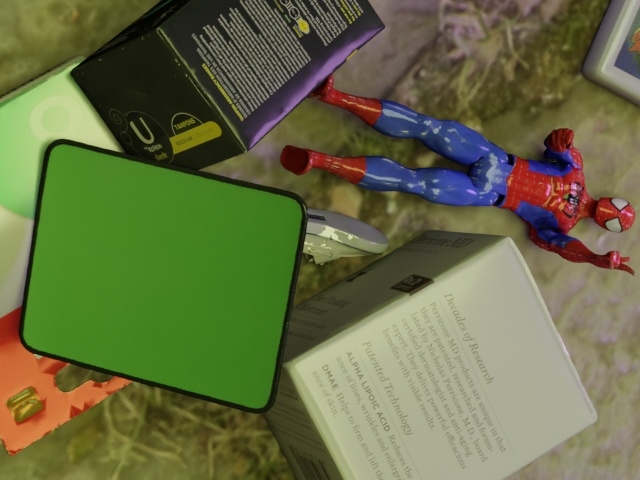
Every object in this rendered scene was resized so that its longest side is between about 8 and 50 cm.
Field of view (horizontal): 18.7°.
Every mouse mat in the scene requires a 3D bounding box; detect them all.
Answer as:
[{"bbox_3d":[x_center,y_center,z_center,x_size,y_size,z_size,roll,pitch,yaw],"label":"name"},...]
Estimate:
[{"bbox_3d":[-0.107,0.023,1.291,0.189,0.007,0.153,14,103,15],"label":"mouse mat"}]

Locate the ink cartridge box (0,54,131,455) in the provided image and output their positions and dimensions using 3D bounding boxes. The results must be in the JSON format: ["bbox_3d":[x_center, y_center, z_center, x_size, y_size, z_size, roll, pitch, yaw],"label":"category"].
[{"bbox_3d":[-0.190,0.012,1.340,0.181,0.056,0.225,-31,100,-14],"label":"ink cartridge box"}]

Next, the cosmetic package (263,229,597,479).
[{"bbox_3d":[0.063,0.100,1.376,0.183,0.151,0.151,-30,101,-15],"label":"cosmetic package"}]

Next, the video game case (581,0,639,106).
[{"bbox_3d":[0.394,-0.214,1.529,0.300,0.036,0.329,25,86,-18],"label":"video game case"}]

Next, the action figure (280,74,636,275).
[{"bbox_3d":[0.127,-0.046,1.393,0.280,0.139,0.091,15,89,-27],"label":"action figure"}]

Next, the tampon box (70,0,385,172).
[{"bbox_3d":[-0.062,-0.128,1.313,0.161,0.120,0.101,-44,106,-34],"label":"tampon box"}]

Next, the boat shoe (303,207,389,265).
[{"bbox_3d":[0.000,0.000,1.414,0.100,0.035,0.035,12,117,-22],"label":"boat shoe"}]
